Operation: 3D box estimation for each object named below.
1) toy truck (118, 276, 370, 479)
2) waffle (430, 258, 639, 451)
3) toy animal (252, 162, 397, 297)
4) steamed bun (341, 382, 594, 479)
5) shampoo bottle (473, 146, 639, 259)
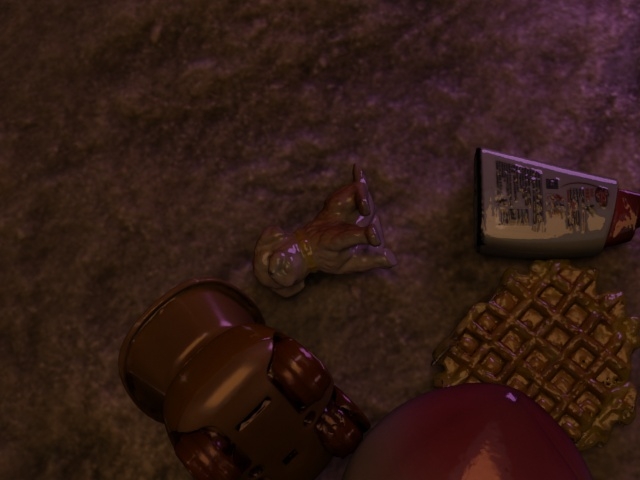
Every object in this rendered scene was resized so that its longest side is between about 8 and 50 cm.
[{"bbox_3d":[-0.093,0.198,1.183,0.204,0.288,0.211,-44,50,-9],"label":"toy truck"},{"bbox_3d":[0.281,0.154,1.274,0.280,0.060,0.262,-2,71,2],"label":"waffle"},{"bbox_3d":[-0.008,-0.012,1.342,0.185,0.104,0.184,-25,42,13],"label":"toy animal"},{"bbox_3d":[0.168,0.279,1.048,0.309,0.309,0.310,-1,72,3],"label":"steamed bun"},{"bbox_3d":[0.350,-0.045,1.330,0.284,0.071,0.153,4,72,2],"label":"shampoo bottle"}]
